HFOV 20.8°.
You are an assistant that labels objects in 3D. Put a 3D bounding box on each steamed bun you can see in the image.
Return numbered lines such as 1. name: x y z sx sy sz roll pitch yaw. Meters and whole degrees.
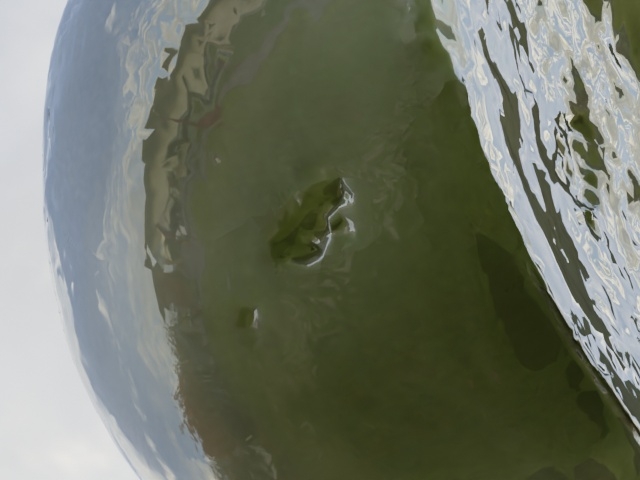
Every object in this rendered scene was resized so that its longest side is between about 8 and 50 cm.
1. steamed bun: 0.030 -0.006 0.646 0.324 0.206 0.324 35 -135 -45
